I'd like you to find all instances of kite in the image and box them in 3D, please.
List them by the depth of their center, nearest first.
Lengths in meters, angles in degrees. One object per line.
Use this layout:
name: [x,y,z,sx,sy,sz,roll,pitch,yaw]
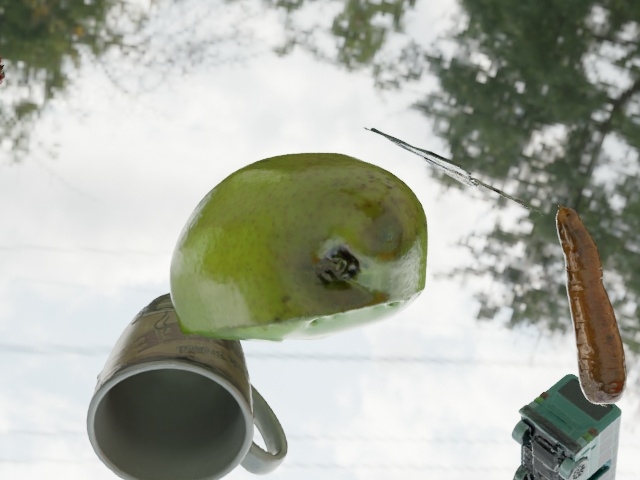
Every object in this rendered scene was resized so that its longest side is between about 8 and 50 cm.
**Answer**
kite: [0.239,-0.131,2.411,0.368,0.014,0.406,27,-178,9]

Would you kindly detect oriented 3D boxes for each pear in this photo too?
pear: [0.000,0.000,1.714,0.342,0.238,0.318,-12,-177,-28]

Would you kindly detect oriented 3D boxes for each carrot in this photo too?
carrot: [0.318,0.076,1.565,0.059,0.248,0.059,-11,-178,0]

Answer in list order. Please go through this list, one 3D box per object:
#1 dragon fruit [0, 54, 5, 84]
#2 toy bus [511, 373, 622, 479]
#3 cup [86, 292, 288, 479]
dragon fruit: [-0.587,-0.291,2.234,0.130,0.121,0.142,-27,-109,5]
toy bus: [0.395,0.346,2.106,0.147,0.256,0.128,-34,-129,-23]
cup: [-0.170,0.213,1.914,0.301,0.227,0.257,34,-153,-17]
